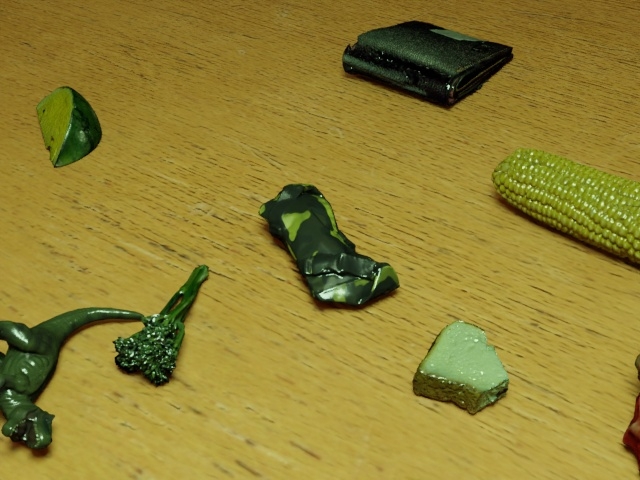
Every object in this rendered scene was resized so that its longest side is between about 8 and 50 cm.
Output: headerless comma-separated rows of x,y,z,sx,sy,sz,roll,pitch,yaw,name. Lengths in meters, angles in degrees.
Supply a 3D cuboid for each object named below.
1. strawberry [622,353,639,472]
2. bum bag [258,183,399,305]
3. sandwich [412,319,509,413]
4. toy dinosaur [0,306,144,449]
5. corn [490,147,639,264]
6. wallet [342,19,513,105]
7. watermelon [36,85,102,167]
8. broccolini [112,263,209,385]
0.431,0.172,0.661,0.265,0.149,0.336,-9,40,-12,strawberry
0.000,0.000,0.963,0.106,0.060,0.232,-13,41,-28,bum bag
0.156,0.131,0.811,0.093,0.036,0.105,14,40,20,sandwich
-0.282,0.150,0.819,0.178,0.087,0.187,19,43,-36,toy dinosaur
0.354,-0.040,0.978,0.293,0.106,0.106,28,47,35,corn
0.197,-0.331,1.378,0.220,0.071,0.262,23,37,29,wallet
-0.401,-0.197,1.216,0.092,0.075,0.181,-17,42,-13,watermelon
-0.171,0.076,0.875,0.073,0.058,0.201,11,40,4,broccolini
